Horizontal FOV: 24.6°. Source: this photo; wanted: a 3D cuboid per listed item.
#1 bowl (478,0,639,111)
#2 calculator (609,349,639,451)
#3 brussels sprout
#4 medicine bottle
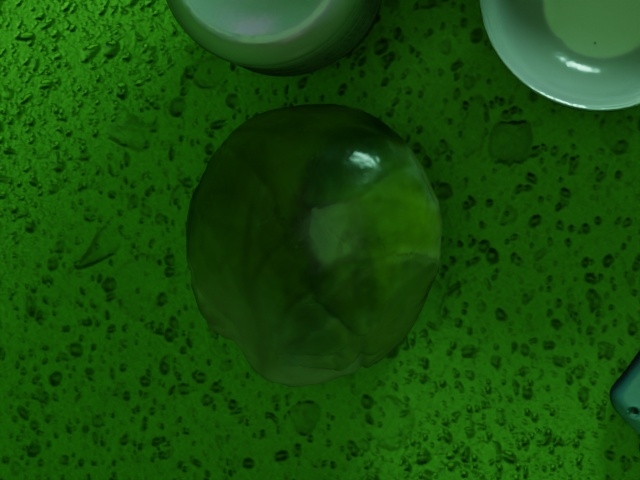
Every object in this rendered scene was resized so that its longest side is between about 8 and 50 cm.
[{"bbox_3d":[0.336,-0.293,1.746,0.287,0.144,0.287,1,93,11],"label":"bowl"},{"bbox_3d":[0.484,0.150,1.778,0.173,0.051,0.293,37,99,7],"label":"calculator"},{"bbox_3d":[0.000,0.000,1.777,0.344,0.268,0.344,9,109,27],"label":"brussels sprout"},{"bbox_3d":[-0.043,-0.316,1.741,0.241,0.302,0.241,0,91,11],"label":"medicine bottle"}]
